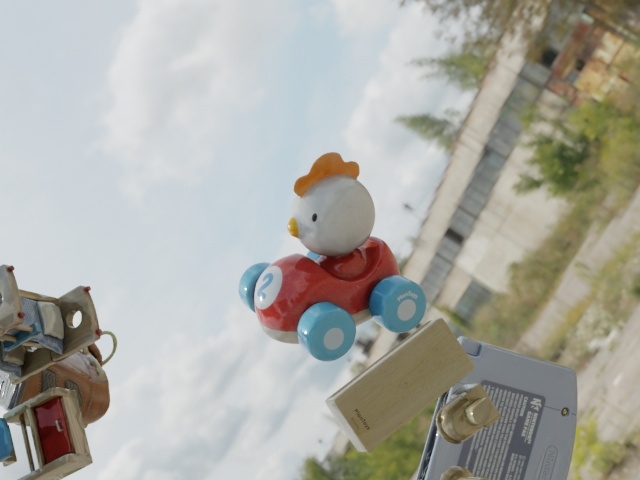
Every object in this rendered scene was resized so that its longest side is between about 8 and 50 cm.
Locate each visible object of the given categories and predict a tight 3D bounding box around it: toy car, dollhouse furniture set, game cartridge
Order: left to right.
[{"bbox_3d":[-0.301,0.141,1.134,0.129,0.184,0.129,-29,-24,21],"label":"dollhouse furniture set"},{"bbox_3d":[0.000,0.000,1.478,0.210,0.219,0.238,-19,-66,-24],"label":"toy car"},{"bbox_3d":[0.068,0.171,0.927,0.144,0.151,0.123,-35,2,-19],"label":"dollhouse furniture set"},{"bbox_3d":[0.242,0.300,1.532,0.062,0.198,0.297,-172,99,-76],"label":"game cartridge"}]

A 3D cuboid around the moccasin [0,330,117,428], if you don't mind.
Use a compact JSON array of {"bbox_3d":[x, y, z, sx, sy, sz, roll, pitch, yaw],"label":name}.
[{"bbox_3d":[-0.354,0.177,1.506,0.380,0.147,0.139,173,112,-69],"label":"moccasin"}]
